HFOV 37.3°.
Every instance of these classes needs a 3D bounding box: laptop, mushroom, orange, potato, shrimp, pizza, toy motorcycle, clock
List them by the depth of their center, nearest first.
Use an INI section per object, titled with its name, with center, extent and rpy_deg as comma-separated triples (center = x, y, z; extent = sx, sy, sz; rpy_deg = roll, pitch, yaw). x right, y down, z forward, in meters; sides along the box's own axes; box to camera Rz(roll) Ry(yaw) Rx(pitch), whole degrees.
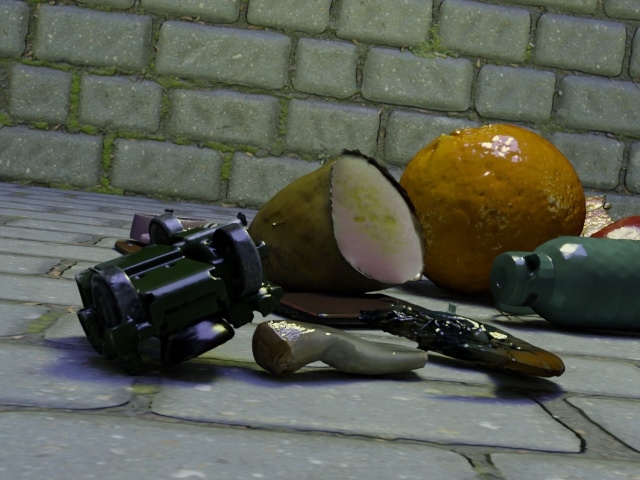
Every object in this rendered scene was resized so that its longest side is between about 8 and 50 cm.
[mushroom]
center = 0.024, 0.113, 0.942
extent = 0.202, 0.054, 0.059
rpy_deg = 10, 8, -33
[toy motorcycle]
center = -0.157, 0.052, 0.963
extent = 0.205, 0.127, 0.275
rpy_deg = -22, 14, -27
[shrimp]
center = 0.126, 0.098, 1.013
extent = 0.262, 0.051, 0.198
rpy_deg = 16, -4, 31
[laptop]
center = 0.040, 0.096, 1.293
extent = 0.207, 0.026, 0.154
rpy_deg = 2, 8, -36
[potato]
center = 0.000, 0.000, 1.484
extent = 0.229, 0.229, 0.266
rpy_deg = 2, -19, -41
[orange]
center = 0.297, -0.065, 1.706
extent = 0.341, 0.293, 0.340
rpy_deg = -19, 13, 4
[pizza]
center = 0.513, 0.025, 1.833
extent = 0.229, 0.081, 0.289
rpy_deg = 17, 48, 37
[clock]
center = -0.287, -0.020, 1.833
extent = 0.153, 0.050, 0.110
rpy_deg = 5, 6, -21

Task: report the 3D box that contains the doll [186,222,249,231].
[doll]
center = -0.164, 0.004, 1.680
extent = 0.091, 0.067, 0.219
rpy_deg = 16, -7, -41

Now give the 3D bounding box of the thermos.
[thermos]
center = 0.392, 0.069, 1.460
extent = 0.287, 0.145, 0.182
rpy_deg = 4, -27, -20

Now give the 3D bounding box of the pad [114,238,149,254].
[pad]
center = -0.215, 0.033, 1.745
extent = 0.284, 0.018, 0.286
rpy_deg = 5, 6, -25

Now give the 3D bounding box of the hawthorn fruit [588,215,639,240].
[hawthorn fruit]
center = 0.527, 0.055, 1.656
extent = 0.202, 0.185, 0.185
rpy_deg = -10, 4, 4

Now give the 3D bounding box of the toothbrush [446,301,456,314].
[toothbrush]
center = 0.194, 0.111, 1.336
extent = 0.016, 0.019, 0.219
rpy_deg = 12, 5, 3
